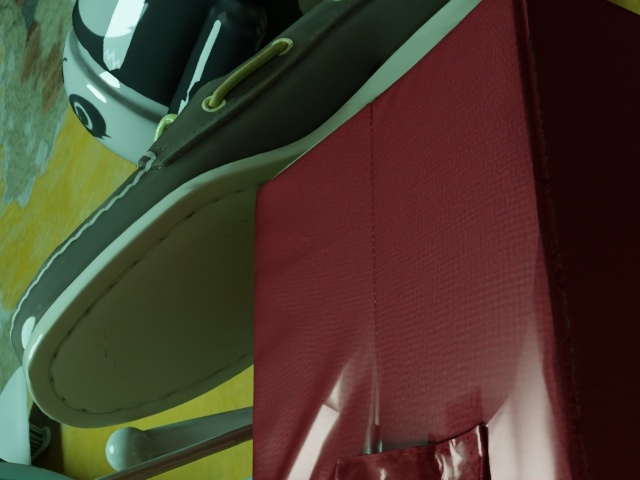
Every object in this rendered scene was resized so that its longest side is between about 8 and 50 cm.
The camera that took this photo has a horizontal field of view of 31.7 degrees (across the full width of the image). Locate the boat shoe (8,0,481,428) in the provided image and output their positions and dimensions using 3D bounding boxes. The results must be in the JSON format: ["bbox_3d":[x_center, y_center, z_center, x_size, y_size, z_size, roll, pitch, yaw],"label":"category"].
[{"bbox_3d":[-0.026,-0.036,0.573,0.096,0.324,0.117,34,156,38],"label":"boat shoe"}]

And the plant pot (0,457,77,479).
[{"bbox_3d":[-0.314,0.323,0.944,0.334,0.341,0.341,-178,96,-67],"label":"plant pot"}]

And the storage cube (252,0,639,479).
[{"bbox_3d":[0.094,0.047,0.425,0.183,0.215,0.193,-37,47,50],"label":"storage cube"}]

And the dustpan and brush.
[{"bbox_3d":[-0.341,0.244,1.248,0.211,0.060,0.147,-42,47,38],"label":"dustpan and brush"}]

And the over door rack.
[{"bbox_3d":[-0.046,0.194,0.461,0.108,0.324,0.240,-19,85,28],"label":"over door rack"}]

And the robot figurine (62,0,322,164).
[{"bbox_3d":[-0.078,-0.178,0.791,0.173,0.209,0.278,36,120,12],"label":"robot figurine"}]

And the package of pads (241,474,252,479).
[{"bbox_3d":[-0.109,0.291,0.668,0.101,0.229,0.296,38,120,22],"label":"package of pads"}]
